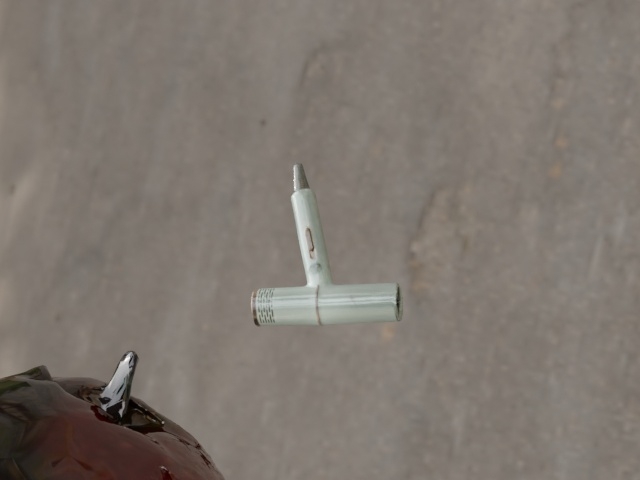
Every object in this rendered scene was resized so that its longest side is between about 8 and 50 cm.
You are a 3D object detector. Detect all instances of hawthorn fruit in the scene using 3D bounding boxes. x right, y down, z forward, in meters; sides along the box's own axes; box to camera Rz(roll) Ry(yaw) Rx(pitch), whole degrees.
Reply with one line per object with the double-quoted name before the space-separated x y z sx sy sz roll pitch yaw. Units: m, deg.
"hawthorn fruit" -0.194 0.231 1.134 0.316 0.316 0.316 -37 46 53

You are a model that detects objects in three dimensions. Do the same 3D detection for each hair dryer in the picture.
"hair dryer" 0.008 -0.002 1.813 0.044 0.155 0.183 47 -137 -73
